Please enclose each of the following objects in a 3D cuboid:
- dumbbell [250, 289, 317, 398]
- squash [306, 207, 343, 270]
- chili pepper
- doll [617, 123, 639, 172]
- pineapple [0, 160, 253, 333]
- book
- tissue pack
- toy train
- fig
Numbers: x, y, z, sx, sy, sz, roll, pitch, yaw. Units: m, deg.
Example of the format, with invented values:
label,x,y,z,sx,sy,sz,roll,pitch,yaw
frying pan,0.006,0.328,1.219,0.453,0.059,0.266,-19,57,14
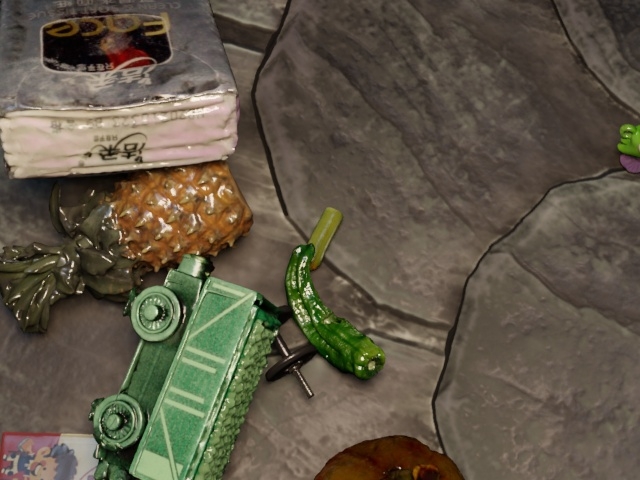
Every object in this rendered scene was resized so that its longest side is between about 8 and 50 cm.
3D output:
label,x,y,z,sx,sy,sz,roll,pitch,yaw
dumbbell,-0.048,0.120,1.060,0.069,0.069,0.147,-29,74,-13
squash,0.000,0.000,1.130,0.027,0.027,0.083,25,71,6
chili pepper,0.010,0.092,1.076,0.050,0.073,0.182,-20,64,-36
doll,0.471,-0.109,1.153,0.190,0.115,0.050,20,68,2
pineapple,-0.241,-0.009,1.064,0.310,0.141,0.170,-28,98,-6
book,-0.249,0.298,1.006,0.231,0.022,0.162,3,69,-2
tissue pack,-0.247,-0.220,1.074,0.259,0.122,0.361,-8,41,-10
toy train,-0.149,0.151,0.985,0.154,0.115,0.269,18,78,13
fig,0.100,0.270,0.913,0.190,0.290,0.191,15,51,-19
